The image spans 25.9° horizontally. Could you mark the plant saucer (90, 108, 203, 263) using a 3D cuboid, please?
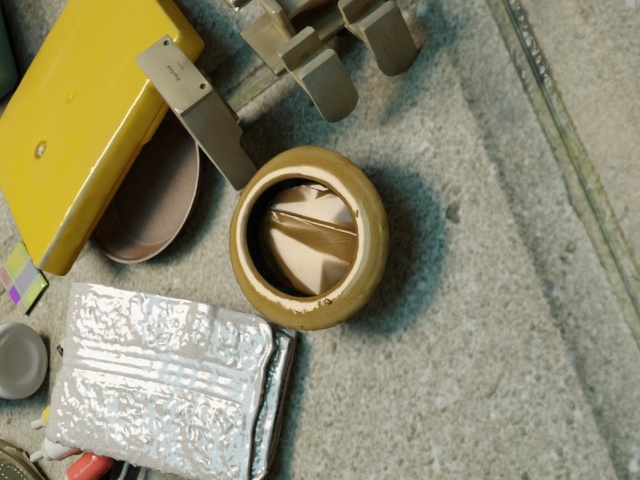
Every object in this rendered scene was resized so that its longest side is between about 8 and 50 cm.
[{"bbox_3d":[-0.198,-0.070,1.600,0.198,0.036,0.198,-8,78,39],"label":"plant saucer"}]

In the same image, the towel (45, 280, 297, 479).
[{"bbox_3d":[-0.165,0.153,1.480,0.282,0.049,0.187,9,86,25],"label":"towel"}]

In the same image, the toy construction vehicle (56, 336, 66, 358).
[{"bbox_3d":[-0.260,0.116,1.626,0.086,0.035,0.098,-48,57,10],"label":"toy construction vehicle"}]

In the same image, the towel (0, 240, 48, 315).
[{"bbox_3d":[-0.373,0.047,1.746,0.060,0.009,0.083,-52,54,20],"label":"towel"}]

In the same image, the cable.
[{"bbox_3d":[-0.210,0.189,1.540,0.287,0.072,0.139,-41,61,27],"label":"cable"}]

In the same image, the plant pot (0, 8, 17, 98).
[{"bbox_3d":[-0.539,-0.247,1.780,0.247,0.252,0.248,-34,61,30],"label":"plant pot"}]

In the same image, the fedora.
[{"bbox_3d":[0.000,0.000,1.389,0.194,0.079,0.194,-5,81,34],"label":"fedora"}]

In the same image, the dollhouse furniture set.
[{"bbox_3d":[-0.042,-0.188,1.442,0.242,0.161,0.212,-38,56,-2],"label":"dollhouse furniture set"}]

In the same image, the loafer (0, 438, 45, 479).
[{"bbox_3d":[-0.371,0.275,1.680,0.148,0.050,0.056,38,111,22],"label":"loafer"}]

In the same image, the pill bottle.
[{"bbox_3d":[-0.424,0.154,1.714,0.169,0.094,0.094,-11,75,39],"label":"pill bottle"}]

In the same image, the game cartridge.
[{"bbox_3d":[-0.273,-0.162,1.635,0.324,0.052,0.285,-54,39,16],"label":"game cartridge"}]
